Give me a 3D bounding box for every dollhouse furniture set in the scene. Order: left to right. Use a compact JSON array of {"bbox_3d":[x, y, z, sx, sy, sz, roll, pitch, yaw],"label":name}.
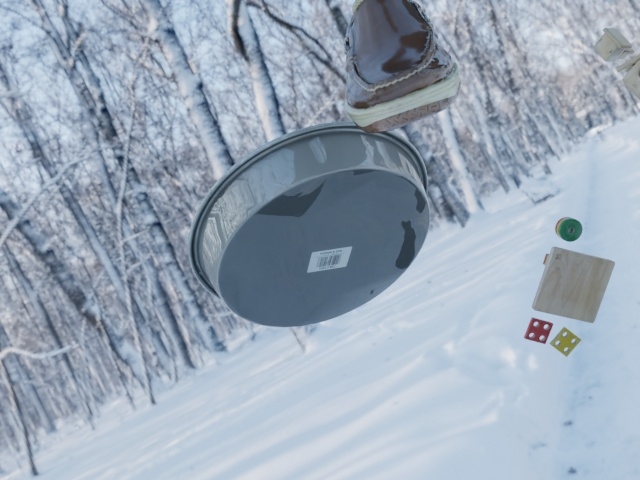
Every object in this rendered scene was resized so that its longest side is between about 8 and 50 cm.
[{"bbox_3d":[0.668,-0.371,1.277,0.182,0.160,0.101,-9,-32,-31],"label":"dollhouse furniture set"}]

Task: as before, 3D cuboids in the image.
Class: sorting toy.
[{"bbox_3d":[0.496,0.094,1.299,0.132,0.274,0.046,13,12,-8],"label":"sorting toy"}]

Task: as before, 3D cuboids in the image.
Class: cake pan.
[{"bbox_3d":[0.000,0.000,0.737,0.293,0.054,0.293,-16,-40,-14],"label":"cake pan"}]

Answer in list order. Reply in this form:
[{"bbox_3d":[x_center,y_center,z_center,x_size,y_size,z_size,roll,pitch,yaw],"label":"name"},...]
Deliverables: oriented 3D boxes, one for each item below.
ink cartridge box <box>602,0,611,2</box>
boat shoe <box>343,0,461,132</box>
[{"bbox_3d":[0.518,-0.501,1.045,0.128,0.176,0.127,-12,-9,-5],"label":"ink cartridge box"},{"bbox_3d":[0.053,-0.167,0.551,0.095,0.095,0.257,-21,22,10],"label":"boat shoe"}]
